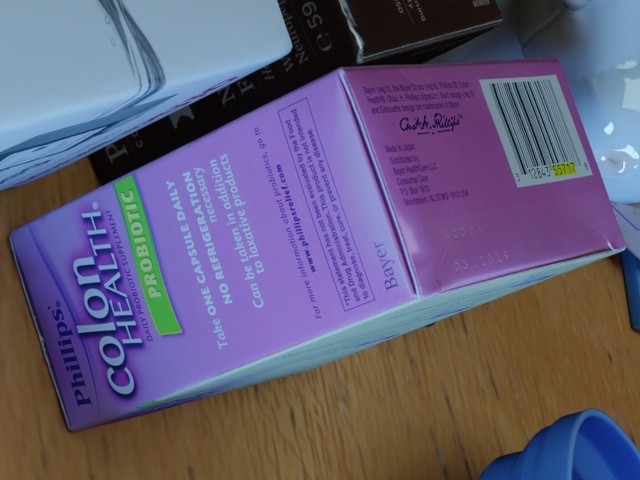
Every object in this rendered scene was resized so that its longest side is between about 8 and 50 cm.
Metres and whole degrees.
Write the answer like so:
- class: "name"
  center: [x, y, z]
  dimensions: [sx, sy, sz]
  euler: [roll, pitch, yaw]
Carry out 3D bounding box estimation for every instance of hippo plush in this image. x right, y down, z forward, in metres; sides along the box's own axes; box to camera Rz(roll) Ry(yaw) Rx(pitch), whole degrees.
- class: "hippo plush"
  center: [0.173, -0.125, 1.181]
  dimensions: [0.234, 0.236, 0.294]
  euler: [-7, 87, -45]

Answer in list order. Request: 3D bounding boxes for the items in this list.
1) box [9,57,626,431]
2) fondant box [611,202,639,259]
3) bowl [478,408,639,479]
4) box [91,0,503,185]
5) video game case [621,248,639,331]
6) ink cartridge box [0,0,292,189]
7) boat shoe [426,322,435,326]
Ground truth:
- class: "box"
  center: [0.000, 0.000, 0.929]
  dimensions: [0.213, 0.243, 0.117]
  euler: [-10, 79, -53]
- class: "fondant box"
  center: [0.354, -0.051, 1.520]
  dimensions: [0.330, 0.096, 0.238]
  euler: [37, 40, -30]
- class: "bowl"
  center: [0.191, 0.302, 1.067]
  dimensions: [0.391, 0.077, 0.391]
  euler: [54, 25, -41]
- class: "box"
  center: [-0.039, -0.153, 1.000]
  dimensions: [0.167, 0.203, 0.168]
  euler: [-24, 90, -54]
- class: "video game case"
  center: [0.315, 0.042, 1.506]
  dimensions: [0.166, 0.015, 0.119]
  euler: [23, 54, -44]
- class: "ink cartridge box"
  center: [-0.181, -0.081, 0.768]
  dimensions: [0.289, 0.211, 0.122]
  euler: [-23, 92, -54]
- class: "boat shoe"
  center: [0.037, 0.008, 1.132]
  dimensions: [0.152, 0.056, 0.049]
  euler: [33, 42, -38]
